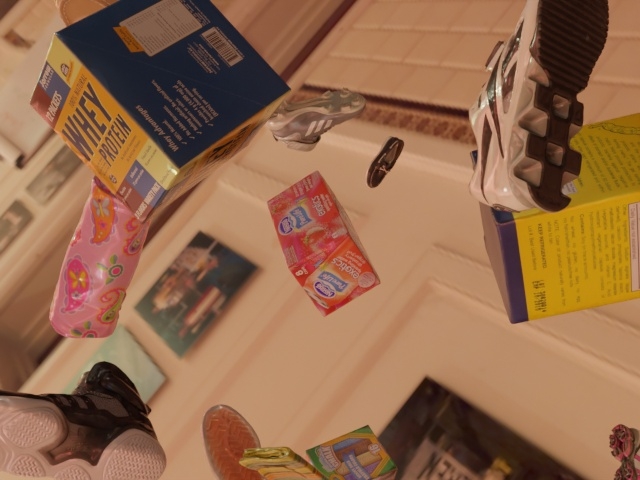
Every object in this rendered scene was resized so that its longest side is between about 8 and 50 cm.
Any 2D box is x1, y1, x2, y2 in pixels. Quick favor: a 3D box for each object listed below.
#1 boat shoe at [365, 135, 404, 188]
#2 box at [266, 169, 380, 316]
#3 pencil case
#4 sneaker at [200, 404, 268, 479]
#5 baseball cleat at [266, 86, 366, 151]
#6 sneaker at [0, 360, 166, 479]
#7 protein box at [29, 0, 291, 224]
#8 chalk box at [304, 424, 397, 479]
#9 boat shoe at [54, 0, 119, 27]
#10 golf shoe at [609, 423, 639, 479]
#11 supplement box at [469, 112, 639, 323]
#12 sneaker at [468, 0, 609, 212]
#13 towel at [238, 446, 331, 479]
[{"bbox_3d":[0.141,-0.167,1.870,0.038,0.125,0.046,22,168,47],"label":"boat shoe"},{"bbox_3d":[0.000,0.000,1.552,0.128,0.122,0.257,56,-174,-31],"label":"box"},{"bbox_3d":[-0.352,0.028,1.409,0.124,0.284,0.124,20,-158,-9],"label":"pencil case"},{"bbox_3d":[-0.148,0.459,1.646,0.302,0.108,0.121,61,155,8],"label":"sneaker"},{"bbox_3d":[0.000,-0.225,1.630,0.206,0.072,0.109,-2,138,25],"label":"baseball cleat"},{"bbox_3d":[-0.322,0.216,1.076,0.268,0.101,0.153,26,-159,-29],"label":"sneaker"},{"bbox_3d":[-0.186,-0.170,1.010,0.200,0.201,0.136,47,142,-1],"label":"protein box"},{"bbox_3d":[0.041,0.529,1.917,0.132,0.213,0.132,54,149,39],"label":"chalk box"},{"bbox_3d":[-0.272,-0.251,1.312,0.341,0.121,0.110,47,-147,-35],"label":"boat shoe"},{"bbox_3d":[0.604,0.444,1.640,0.086,0.186,0.067,19,146,-13],"label":"golf shoe"},{"bbox_3d":[0.418,-0.044,1.242,0.195,0.356,0.194,-94,-10,-53],"label":"supplement box"},{"bbox_3d":[0.244,-0.195,1.039,0.122,0.330,0.146,21,169,-31],"label":"sneaker"},{"bbox_3d":[0.020,0.307,0.970,0.237,0.021,0.102,42,149,-17],"label":"towel"}]
